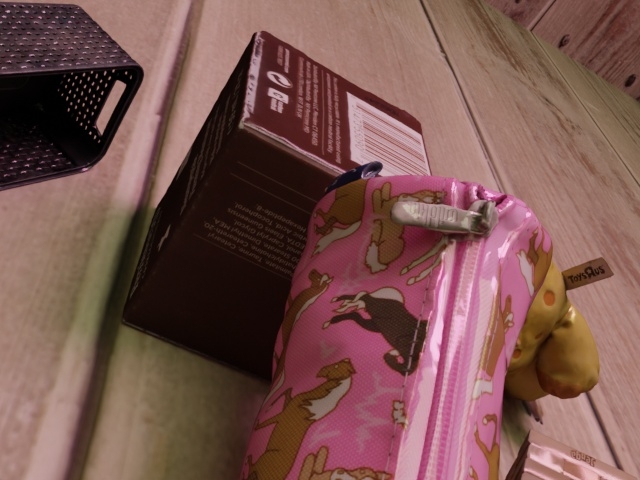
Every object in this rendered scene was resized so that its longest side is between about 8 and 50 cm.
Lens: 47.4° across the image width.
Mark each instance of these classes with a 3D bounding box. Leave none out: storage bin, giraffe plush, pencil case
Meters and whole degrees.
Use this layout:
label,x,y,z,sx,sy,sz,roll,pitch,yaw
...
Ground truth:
label,x,y,z,sx,sy,sz,roll,pitch,yaw
storage bin,-0.245,-0.114,0.578,0.084,0.122,0.180,44,31,11
giraffe plush,0.157,0.096,0.693,0.170,0.210,0.181,-26,68,-25
pencil case,0.022,0.137,0.364,0.167,0.160,0.386,59,38,-41

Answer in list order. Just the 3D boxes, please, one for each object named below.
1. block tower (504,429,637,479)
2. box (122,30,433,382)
label,x,y,z,sx,sy,sz,roll,pitch,yaw
block tower,0.139,0.270,0.455,0.097,0.091,0.335,23,31,13
box,-0.031,-0.021,0.592,0.167,0.203,0.168,26,32,-19
